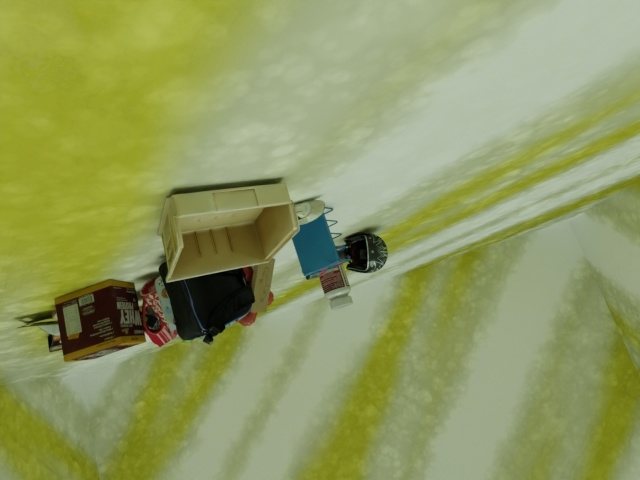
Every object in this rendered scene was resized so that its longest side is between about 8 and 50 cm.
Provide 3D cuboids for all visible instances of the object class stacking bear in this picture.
[{"bbox_3d":[-0.285,0.175,1.666,0.175,0.164,0.289,-47,164,-21],"label":"stacking bear"}]

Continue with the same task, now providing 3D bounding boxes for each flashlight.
[{"bbox_3d":[0.073,0.081,1.858,0.303,0.103,0.103,-13,-168,-23],"label":"flashlight"}]

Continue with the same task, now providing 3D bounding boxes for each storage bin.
[{"bbox_3d":[-0.216,-0.020,1.026,0.262,0.123,0.260,-10,165,-27],"label":"storage bin"}]

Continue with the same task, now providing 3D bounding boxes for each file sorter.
[{"bbox_3d":[0.000,0.000,1.281,0.118,0.170,0.104,-24,167,28],"label":"file sorter"}]

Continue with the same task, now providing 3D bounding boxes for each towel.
[{"bbox_3d":[-0.594,0.328,1.879,0.274,0.031,0.199,-32,149,-17],"label":"towel"}]

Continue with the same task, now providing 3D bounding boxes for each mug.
[{"bbox_3d":[-0.497,0.214,1.434,0.113,0.169,0.150,-2,-140,37],"label":"mug"}]

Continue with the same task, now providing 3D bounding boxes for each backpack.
[{"bbox_3d":[-0.332,0.156,1.331,0.213,0.277,0.263,-20,174,34],"label":"backpack"}]

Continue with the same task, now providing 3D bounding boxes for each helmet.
[{"bbox_3d":[0.179,0.049,1.724,0.161,0.170,0.169,-6,173,27],"label":"helmet"}]

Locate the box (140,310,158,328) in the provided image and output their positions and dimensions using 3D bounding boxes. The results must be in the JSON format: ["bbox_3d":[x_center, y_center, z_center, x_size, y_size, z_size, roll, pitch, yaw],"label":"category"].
[{"bbox_3d":[-0.665,0.272,1.595,0.184,0.045,0.191,22,157,-8],"label":"box"}]

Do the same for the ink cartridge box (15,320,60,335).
[{"bbox_3d":[-0.889,0.293,1.494,0.179,0.045,0.145,-5,177,-19],"label":"ink cartridge box"}]

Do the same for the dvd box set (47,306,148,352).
[{"bbox_3d":[-0.872,0.358,1.851,0.420,0.062,0.307,-7,163,-36],"label":"dvd box set"}]

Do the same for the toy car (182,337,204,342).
[{"bbox_3d":[-0.583,0.359,2.073,0.148,0.155,0.188,-10,153,-27],"label":"toy car"}]

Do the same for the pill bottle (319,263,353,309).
[{"bbox_3d":[0.064,0.190,2.009,0.121,0.221,0.121,-16,166,-4],"label":"pill bottle"}]

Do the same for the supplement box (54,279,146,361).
[{"bbox_3d":[-0.665,0.244,1.367,0.191,0.194,0.129,-19,167,6],"label":"supplement box"}]

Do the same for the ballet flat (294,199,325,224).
[{"bbox_3d":[-0.068,-0.066,1.178,0.168,0.057,0.052,-22,156,17],"label":"ballet flat"}]

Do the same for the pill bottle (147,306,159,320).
[{"bbox_3d":[-0.517,0.217,1.612,0.214,0.117,0.117,-23,165,25],"label":"pill bottle"}]

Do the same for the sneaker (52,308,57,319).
[{"bbox_3d":[-0.820,0.232,1.456,0.070,0.051,0.134,23,173,-18],"label":"sneaker"}]

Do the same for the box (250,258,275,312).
[{"bbox_3d":[-0.207,0.153,1.590,0.021,0.201,0.164,6,172,13],"label":"box"}]
